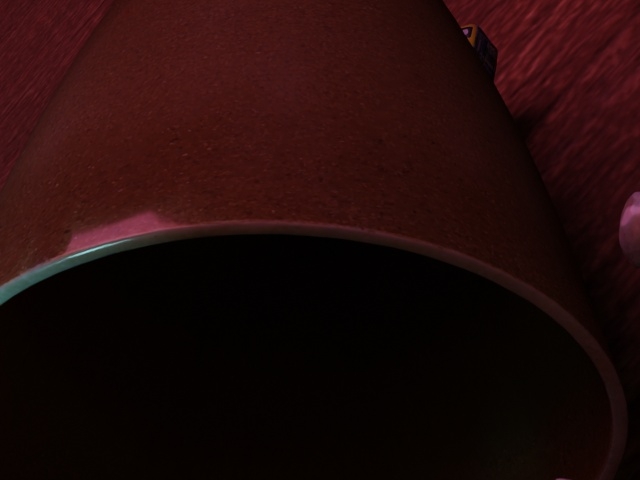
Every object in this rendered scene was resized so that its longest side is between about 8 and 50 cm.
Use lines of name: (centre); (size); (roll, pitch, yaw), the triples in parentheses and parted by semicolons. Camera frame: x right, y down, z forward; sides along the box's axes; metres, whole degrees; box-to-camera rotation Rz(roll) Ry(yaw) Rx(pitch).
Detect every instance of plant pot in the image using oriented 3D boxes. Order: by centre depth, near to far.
plant pot: (-0.014, -0.020, 0.534); (0.237, 0.237, 0.254); (-31, 40, 32)

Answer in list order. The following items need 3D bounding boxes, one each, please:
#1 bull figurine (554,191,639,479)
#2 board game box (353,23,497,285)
bull figurine: (0.150, 0.073, 0.341); (0.188, 0.101, 0.310); (6, 56, 44)
board game box: (0.000, 0.000, 0.701); (0.194, 0.060, 0.194); (-9, 55, 41)
